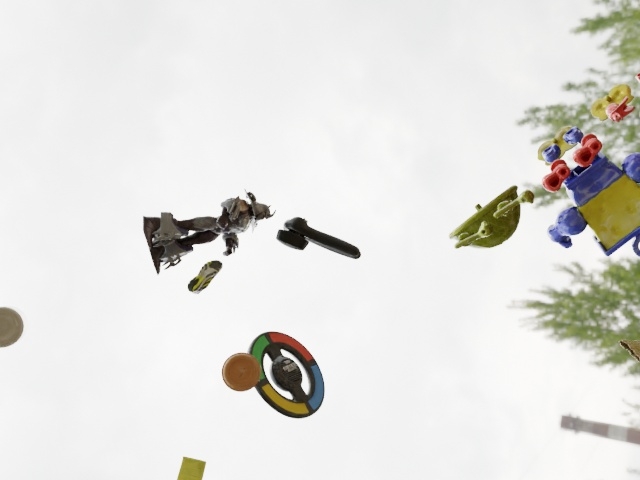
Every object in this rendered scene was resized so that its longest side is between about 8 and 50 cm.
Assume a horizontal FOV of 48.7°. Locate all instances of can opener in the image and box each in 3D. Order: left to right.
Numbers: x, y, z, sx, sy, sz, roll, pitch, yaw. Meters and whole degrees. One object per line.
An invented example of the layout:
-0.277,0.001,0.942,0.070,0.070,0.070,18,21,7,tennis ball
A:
0.000,0.000,1.511,0.059,0.186,0.073,35,-106,-81,can opener

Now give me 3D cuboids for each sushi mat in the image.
0.826,0.293,1.671,0.316,0.151,0.019,8,-52,-44,sushi mat

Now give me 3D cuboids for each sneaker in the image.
-0.221,0.070,1.356,0.083,0.031,0.035,-42,-18,-14,sneaker

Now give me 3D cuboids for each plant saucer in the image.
-0.167,0.276,1.489,0.013,0.083,0.083,97,-167,-69,plant saucer

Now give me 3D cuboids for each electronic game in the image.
-0.081,0.318,1.689,0.229,0.048,0.229,30,-144,-25,electronic game

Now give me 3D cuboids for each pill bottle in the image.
-0.504,0.136,1.134,0.065,0.116,0.065,1,-94,-18,pill bottle

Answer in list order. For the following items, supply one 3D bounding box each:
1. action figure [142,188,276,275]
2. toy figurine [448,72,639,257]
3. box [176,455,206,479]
-0.230,-0.025,1.520,0.285,0.099,0.185,-17,-33,-12,action figure
0.386,-0.037,0.998,0.217,0.362,0.191,48,-165,-5,toy figurine
-0.301,0.589,1.511,0.087,0.058,0.232,109,174,-45,box
